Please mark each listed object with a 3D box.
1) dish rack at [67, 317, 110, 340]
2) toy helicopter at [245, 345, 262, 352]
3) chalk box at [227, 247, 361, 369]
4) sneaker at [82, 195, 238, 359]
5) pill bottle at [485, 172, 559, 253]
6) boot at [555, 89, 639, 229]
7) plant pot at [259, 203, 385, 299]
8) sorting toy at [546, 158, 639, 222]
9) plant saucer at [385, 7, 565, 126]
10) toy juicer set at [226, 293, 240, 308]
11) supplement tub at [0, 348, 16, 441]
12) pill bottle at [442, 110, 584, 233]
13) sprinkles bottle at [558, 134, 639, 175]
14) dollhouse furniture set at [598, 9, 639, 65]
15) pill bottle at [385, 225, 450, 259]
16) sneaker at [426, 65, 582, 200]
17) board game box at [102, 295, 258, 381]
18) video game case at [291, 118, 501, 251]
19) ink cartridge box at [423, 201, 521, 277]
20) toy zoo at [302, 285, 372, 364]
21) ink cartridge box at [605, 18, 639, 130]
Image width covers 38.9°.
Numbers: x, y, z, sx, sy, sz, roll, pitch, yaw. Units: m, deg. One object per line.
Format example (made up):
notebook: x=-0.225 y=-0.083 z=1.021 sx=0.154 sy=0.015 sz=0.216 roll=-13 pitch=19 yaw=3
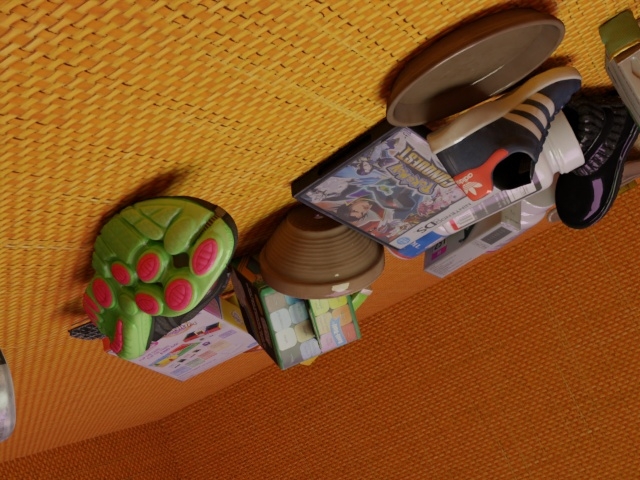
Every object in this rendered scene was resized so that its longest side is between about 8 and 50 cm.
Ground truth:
dish rack: x=-0.346 y=0.117 z=1.734 sx=0.271 sy=0.074 sz=0.208 roll=-22 pitch=167 yaw=0
toy helicopter: x=-0.303 y=0.234 z=2.294 sx=0.355 sy=0.140 sz=0.235 roll=-7 pitch=171 yaw=-24
chalk box: x=-0.044 y=0.124 z=1.796 sx=0.179 sy=0.180 sz=0.289 roll=-21 pitch=-159 yaw=-17
sneaker: x=-0.238 y=0.034 z=1.422 sx=0.202 sy=0.185 sz=0.483 roll=-38 pitch=-179 yaw=-32
pill bottle: x=0.445 y=-0.087 z=2.176 sx=0.160 sy=0.160 sz=0.283 roll=-19 pitch=168 yaw=-25
boot: x=0.523 y=-0.156 z=1.885 sx=0.260 sy=0.131 sz=0.348 roll=-19 pitch=133 yaw=-41
plant pot: x=0.000 y=0.000 z=1.680 sx=0.237 sy=0.110 sz=0.237 roll=-4 pitch=-150 yaw=2
sorting toy: x=0.687 y=-0.132 z=2.172 sx=0.229 sy=0.041 sz=0.307 roll=-38 pitch=164 yaw=37
plant saucer: x=0.214 y=-0.247 z=1.293 sx=0.277 sy=0.041 sz=0.278 roll=-24 pitch=168 yaw=-5
toy juicer set: x=-0.059 y=0.092 z=2.191 sx=0.329 sy=0.089 sz=0.209 roll=-10 pitch=148 yaw=-30
supplement tub: x=-0.665 y=0.263 z=1.397 sx=0.338 sy=0.207 sz=0.207 roll=-15 pitch=165 yaw=-38
pill bottle: x=0.332 y=-0.142 z=1.698 sx=0.283 sy=0.161 sz=0.161 roll=-26 pitch=168 yaw=11
sprinkles bottle: x=0.699 y=-0.216 z=2.200 sx=0.121 sy=0.121 sz=0.355 roll=-11 pitch=163 yaw=-48
dollhouse furniture set: x=0.487 y=-0.337 z=1.377 sx=0.151 sy=0.076 sz=0.058 roll=-34 pitch=153 yaw=32
pill bottle: x=0.238 y=-0.054 z=1.999 sx=0.124 sy=0.124 sz=0.221 roll=-14 pitch=164 yaw=-40
sneaker: x=0.324 y=-0.170 z=1.479 sx=0.350 sy=0.148 sz=0.131 roll=-30 pitch=-179 yaw=-32
board game box: x=-0.301 y=0.212 z=2.039 sx=0.242 sy=0.064 sz=0.316 roll=-27 pitch=152 yaw=12
video game case: x=0.133 y=-0.091 z=1.548 sx=0.248 sy=0.035 sz=0.275 roll=-32 pitch=139 yaw=34
ink cartridge box: x=0.341 y=-0.072 z=2.032 sx=0.060 sy=0.239 sz=0.275 roll=24 pitch=145 yaw=-22
toy zoo: x=-0.009 y=0.140 z=2.018 sx=0.030 sy=0.192 sz=0.293 roll=16 pitch=124 yaw=-36
ink cartridge box: x=0.565 y=-0.280 z=1.568 sx=0.087 sy=0.153 sz=0.208 roll=-28 pitch=169 yaw=14
